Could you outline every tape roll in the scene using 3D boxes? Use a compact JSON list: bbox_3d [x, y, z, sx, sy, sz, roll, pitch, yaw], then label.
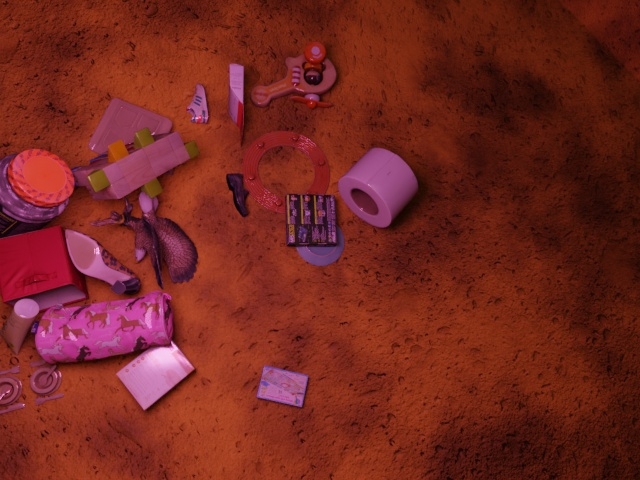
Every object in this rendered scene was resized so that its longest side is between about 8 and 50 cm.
[{"bbox_3d":[0.209,-0.191,1.700,0.246,0.246,0.169,43,70,1],"label":"tape roll"}]

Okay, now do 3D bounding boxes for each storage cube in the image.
[{"bbox_3d":[-0.833,0.091,1.403,0.184,0.215,0.193,-16,73,-16],"label":"storage cube"}]

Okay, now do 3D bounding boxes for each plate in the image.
[{"bbox_3d":[0.000,0.000,1.715,0.188,0.024,0.188,3,75,-12],"label":"plate"}]

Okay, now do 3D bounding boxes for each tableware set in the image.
[{"bbox_3d":[-0.879,0.432,1.385,0.194,0.039,0.128,-13,78,-16],"label":"tableware set"}]

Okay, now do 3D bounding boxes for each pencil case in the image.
[{"bbox_3d":[-0.635,0.258,1.403,0.386,0.167,0.160,-8,32,-6],"label":"pencil case"}]

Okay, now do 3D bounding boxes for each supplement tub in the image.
[{"bbox_3d":[-0.884,-0.121,1.362,0.207,0.338,0.207,34,45,-42],"label":"supplement tub"}]

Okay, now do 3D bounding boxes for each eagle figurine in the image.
[{"bbox_3d":[-0.540,0.006,1.508,0.298,0.225,0.226,34,53,9],"label":"eagle figurine"}]

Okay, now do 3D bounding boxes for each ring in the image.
[{"bbox_3d":[-0.126,-0.264,1.755,0.337,0.032,0.336,3,74,-11],"label":"ring"}]

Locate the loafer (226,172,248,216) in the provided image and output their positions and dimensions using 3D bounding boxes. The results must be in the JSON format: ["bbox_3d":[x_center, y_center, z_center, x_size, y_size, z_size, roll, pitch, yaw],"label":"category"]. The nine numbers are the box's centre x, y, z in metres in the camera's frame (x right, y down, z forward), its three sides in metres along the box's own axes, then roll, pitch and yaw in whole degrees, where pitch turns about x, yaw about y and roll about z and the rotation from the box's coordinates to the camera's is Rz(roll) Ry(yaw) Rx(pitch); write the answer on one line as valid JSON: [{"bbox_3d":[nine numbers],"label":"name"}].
[{"bbox_3d":[-0.287,-0.169,1.677,0.061,0.062,0.170,-15,80,-21],"label":"loafer"}]

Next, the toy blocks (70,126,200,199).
[{"bbox_3d":[-0.616,-0.238,1.479,0.381,0.261,0.190,-45,126,-42],"label":"toy blocks"}]

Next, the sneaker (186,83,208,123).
[{"bbox_3d":[-0.463,-0.510,1.731,0.075,0.057,0.161,-8,79,-21],"label":"sneaker"}]

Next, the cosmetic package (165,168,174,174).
[{"bbox_3d":[-0.535,-0.297,1.656,0.041,0.060,0.115,8,75,-12],"label":"cosmetic package"}]

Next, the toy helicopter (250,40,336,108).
[{"bbox_3d":[-0.101,-0.598,1.824,0.355,0.140,0.235,-25,90,-7],"label":"toy helicopter"}]

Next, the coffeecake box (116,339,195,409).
[{"bbox_3d":[-0.511,0.410,1.459,0.185,0.068,0.142,-38,84,-19],"label":"coffeecake box"}]

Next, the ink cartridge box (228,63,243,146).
[{"bbox_3d":[-0.308,-0.485,1.690,0.066,0.189,0.232,5,74,-11],"label":"ink cartridge box"}]

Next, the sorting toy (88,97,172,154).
[{"bbox_3d":[-0.685,-0.326,1.635,0.229,0.041,0.307,23,81,1],"label":"sorting toy"}]

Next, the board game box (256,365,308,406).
[{"bbox_3d":[-0.126,0.484,1.550,0.154,0.026,0.103,16,72,-8],"label":"board game box"}]

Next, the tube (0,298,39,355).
[{"bbox_3d":[-0.880,0.252,1.351,0.062,0.240,0.070,19,45,-35],"label":"tube"}]

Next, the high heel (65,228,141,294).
[{"bbox_3d":[-0.675,0.070,1.452,0.093,0.186,0.261,-43,91,-6],"label":"high heel"}]

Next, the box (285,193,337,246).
[{"bbox_3d":[-0.035,-0.073,1.689,0.184,0.045,0.190,-1,77,-11],"label":"box"}]
